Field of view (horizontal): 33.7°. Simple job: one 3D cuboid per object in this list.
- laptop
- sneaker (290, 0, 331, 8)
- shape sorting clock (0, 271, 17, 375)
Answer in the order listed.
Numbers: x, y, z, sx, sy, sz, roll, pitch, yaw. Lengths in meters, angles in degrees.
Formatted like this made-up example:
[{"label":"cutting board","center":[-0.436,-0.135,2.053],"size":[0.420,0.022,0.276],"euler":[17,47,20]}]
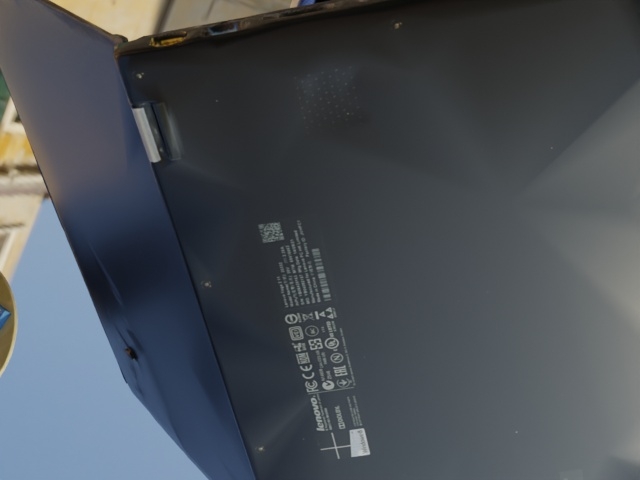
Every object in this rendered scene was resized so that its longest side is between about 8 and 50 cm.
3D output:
[{"label":"laptop","center":[0.000,0.000,0.663],"size":[0.408,0.382,0.236],"euler":[-10,-147,7]},{"label":"sneaker","center":[0.089,-0.245,0.839],"size":[0.112,0.296,0.131],"euler":[33,-128,-26]},{"label":"shape sorting clock","center":[-0.469,0.112,1.317],"size":[0.206,0.206,0.040],"euler":[29,178,16]}]
